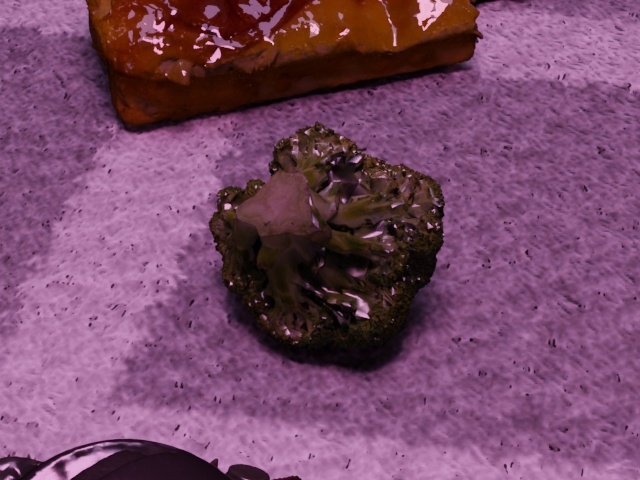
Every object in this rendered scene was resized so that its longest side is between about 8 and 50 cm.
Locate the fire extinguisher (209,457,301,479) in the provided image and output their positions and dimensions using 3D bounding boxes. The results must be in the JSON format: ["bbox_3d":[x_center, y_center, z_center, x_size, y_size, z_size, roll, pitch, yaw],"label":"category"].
[{"bbox_3d":[0.011,0.194,1.068,0.252,0.106,0.075,24,86,31],"label":"fire extinguisher"}]

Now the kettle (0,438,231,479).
[{"bbox_3d":[-0.056,0.227,0.850,0.268,0.290,0.207,31,50,32],"label":"kettle"}]

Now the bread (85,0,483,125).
[{"bbox_3d":[0.003,-0.197,1.485,0.380,0.109,0.185,-12,40,-13],"label":"bread"}]

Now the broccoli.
[{"bbox_3d":[0.000,0.000,1.234,0.162,0.138,0.146,21,80,33],"label":"broccoli"}]
